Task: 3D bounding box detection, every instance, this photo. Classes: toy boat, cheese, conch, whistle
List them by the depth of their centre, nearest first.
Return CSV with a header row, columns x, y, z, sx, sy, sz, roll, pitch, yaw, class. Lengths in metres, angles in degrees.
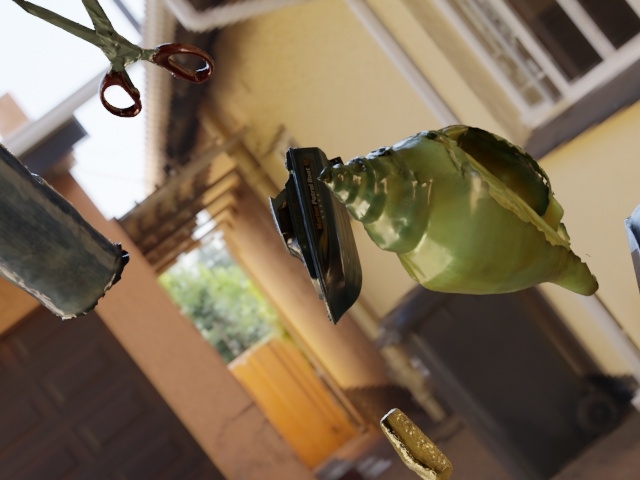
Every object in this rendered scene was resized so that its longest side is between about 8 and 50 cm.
x,y,z,sx,sy,sz,roll,pitch,yaw,class
-0.222,-0.061,0.732,0.062,0.304,0.062,-25,42,24,whistle
0.083,-0.017,0.768,0.079,0.095,0.201,-16,-14,40,conch
0.000,0.000,1.028,0.060,0.141,0.055,-16,-31,5,toy boat
0.086,0.191,1.270,0.030,0.083,0.044,-39,-24,-12,cheese

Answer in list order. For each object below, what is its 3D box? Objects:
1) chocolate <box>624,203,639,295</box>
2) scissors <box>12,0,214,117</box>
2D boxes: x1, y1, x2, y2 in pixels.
x,y,z,sx,sy,sz,roll,pitch,yaw,class
0.523,-0.013,1.377,0.384,0.383,0.331,-38,-18,-15,chocolate
-0.235,-0.221,1.551,0.144,0.017,0.248,-24,-33,19,scissors
